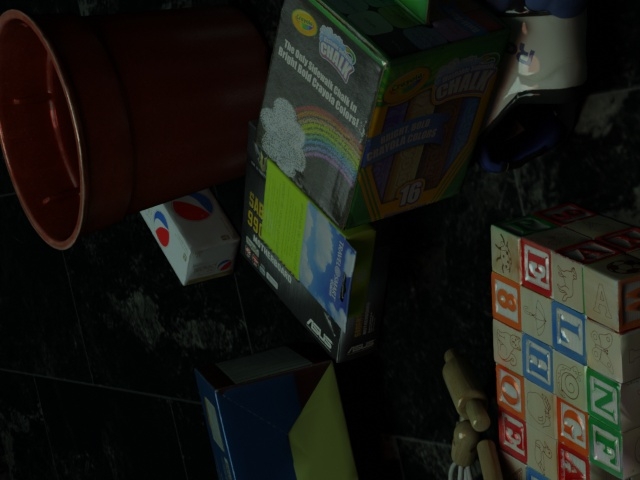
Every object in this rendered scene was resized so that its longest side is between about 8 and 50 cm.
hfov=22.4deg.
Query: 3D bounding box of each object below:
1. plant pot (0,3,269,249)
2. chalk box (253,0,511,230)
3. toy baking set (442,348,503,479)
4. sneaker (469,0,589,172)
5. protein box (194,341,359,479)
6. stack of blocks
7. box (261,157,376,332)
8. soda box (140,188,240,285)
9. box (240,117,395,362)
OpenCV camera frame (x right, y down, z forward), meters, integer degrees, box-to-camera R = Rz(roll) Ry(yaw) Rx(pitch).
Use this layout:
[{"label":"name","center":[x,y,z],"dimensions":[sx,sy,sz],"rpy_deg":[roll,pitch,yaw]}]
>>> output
[{"label":"plant pot","center":[-0.204,-0.150,1.847],"dimensions":[0.272,0.265,0.272],"rpy_deg":[36,133,51]},{"label":"chalk box","center":[0.051,-0.140,1.272],"dimensions":[0.132,0.132,0.213],"rpy_deg":[46,137,33]},{"label":"toy baking set","center":[0.136,0.204,1.514],"dimensions":[0.256,0.030,0.197],"rpy_deg":[-104,9,-67]},{"label":"sneaker","center":[0.121,-0.152,1.375],"dimensions":[0.315,0.127,0.182],"rpy_deg":[11,111,59]},{"label":"protein box","center":[-0.048,0.234,1.829],"dimensions":[0.201,0.136,0.200],"rpy_deg":[-166,63,-79]},{"label":"stack of blocks","center":[0.231,0.137,1.353],"dimensions":[0.171,0.087,0.297],"rpy_deg":[28,128,56]},{"label":"box","center":[0.000,0.000,1.653],"dimensions":[0.178,0.042,0.109],"rpy_deg":[47,142,42]},{"label":"soda box","center":[-0.185,-0.045,2.073],"dimensions":[0.216,0.073,0.069],"rpy_deg":[56,147,33]},{"label":"box","center":[-0.009,-0.005,1.776],"dimensions":[0.231,0.056,0.183],"rpy_deg":[47,143,43]}]
